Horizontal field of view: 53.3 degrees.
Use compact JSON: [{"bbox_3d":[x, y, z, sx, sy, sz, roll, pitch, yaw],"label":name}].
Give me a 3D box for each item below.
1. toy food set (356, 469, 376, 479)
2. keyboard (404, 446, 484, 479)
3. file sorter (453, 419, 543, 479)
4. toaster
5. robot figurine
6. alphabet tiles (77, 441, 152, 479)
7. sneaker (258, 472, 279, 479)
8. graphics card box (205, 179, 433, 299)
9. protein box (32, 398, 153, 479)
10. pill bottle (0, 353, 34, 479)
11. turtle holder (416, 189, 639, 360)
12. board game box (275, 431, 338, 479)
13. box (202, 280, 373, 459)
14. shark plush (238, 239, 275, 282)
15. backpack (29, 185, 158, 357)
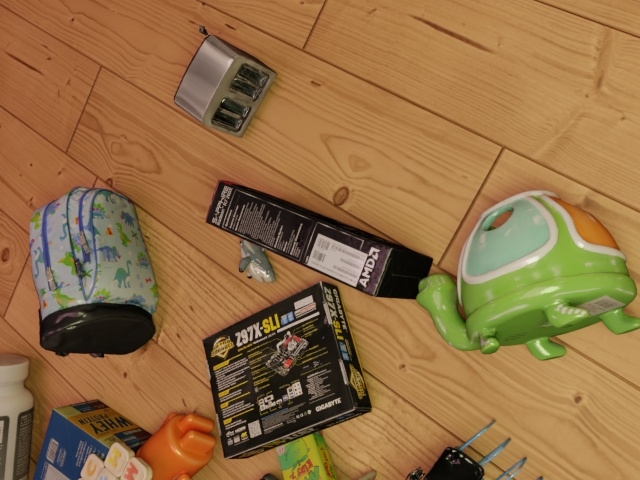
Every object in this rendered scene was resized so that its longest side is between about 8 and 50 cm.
[{"bbox_3d":[0.144,0.542,1.080,0.306,0.219,0.092,46,108,23],"label":"toy food set"},{"bbox_3d":[0.175,0.417,1.039,0.100,0.038,0.192,36,94,11],"label":"keyboard"},{"bbox_3d":[0.300,0.401,1.064,0.104,0.118,0.170,-45,69,15],"label":"file sorter"},{"bbox_3d":[-0.199,-0.322,1.328,0.110,0.185,0.168,39,105,29],"label":"toaster"},{"bbox_3d":[-0.321,0.467,1.388,0.219,0.128,0.158,-44,75,18],"label":"robot figurine"},{"bbox_3d":[-0.439,0.566,1.290,0.278,0.021,0.284,18,82,43],"label":"alphabet tiles"},{"bbox_3d":[-0.082,0.541,1.268,0.293,0.102,0.146,-11,81,27],"label":"sneaker"},{"bbox_3d":[0.000,0.000,1.177,0.370,0.232,0.094,21,93,27],"label":"graphics card box"},{"bbox_3d":[-0.534,0.513,1.492,0.201,0.136,0.200,21,97,28],"label":"protein box"},{"bbox_3d":[-0.845,0.483,1.620,0.210,0.210,0.363,4,89,28],"label":"pill bottle"},{"bbox_3d":[0.328,0.066,1.025,0.320,0.243,0.228,124,141,-58],"label":"turtle holder"},{"bbox_3d":[-0.020,0.453,1.224,0.092,0.043,0.181,-39,43,14],"label":"board game box"},{"bbox_3d":[-0.077,0.263,1.268,0.322,0.079,0.257,-28,61,24],"label":"box"},{"bbox_3d":[-0.134,0.016,1.368,0.067,0.073,0.161,-9,61,8],"label":"shark plush"},{"bbox_3d":[-0.516,0.054,1.447,0.273,0.290,0.356,-39,64,12],"label":"backpack"}]
